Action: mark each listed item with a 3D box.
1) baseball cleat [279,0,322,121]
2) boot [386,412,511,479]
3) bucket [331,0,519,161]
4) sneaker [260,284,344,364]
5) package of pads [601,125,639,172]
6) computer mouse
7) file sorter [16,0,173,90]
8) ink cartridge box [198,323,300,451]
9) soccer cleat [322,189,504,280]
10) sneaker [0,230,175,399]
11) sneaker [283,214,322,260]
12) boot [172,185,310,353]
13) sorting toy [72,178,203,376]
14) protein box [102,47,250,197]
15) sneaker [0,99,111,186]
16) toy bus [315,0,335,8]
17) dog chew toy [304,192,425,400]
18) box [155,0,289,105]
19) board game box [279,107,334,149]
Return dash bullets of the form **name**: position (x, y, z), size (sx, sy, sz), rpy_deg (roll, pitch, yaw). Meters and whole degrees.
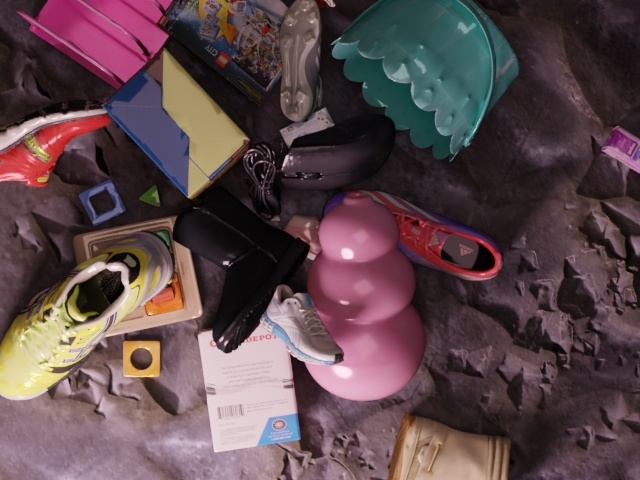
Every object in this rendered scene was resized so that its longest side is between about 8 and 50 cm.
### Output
- **baseball cleat**: position (-0.030, -0.302, 1.884), size (0.072, 0.109, 0.206), rpy_deg (11, 97, 14)
- **boot**: position (0.213, 0.443, 1.920), size (0.203, 0.095, 0.262), rpy_deg (13, 86, -5)
- **bucket**: position (0.175, -0.287, 1.827), size (0.281, 0.281, 0.183), rpy_deg (44, 85, -3)
- **sneaker**: position (-0.026, 0.128, 1.747), size (0.071, 0.191, 0.083), rpy_deg (1, 113, -41)
- **package of pads**: position (0.539, -0.159, 1.960), size (0.083, 0.032, 0.050), rpy_deg (31, 86, -3)
- **computer mouse**: position (0.013, -0.123, 1.868), size (0.272, 0.188, 0.072), rpy_deg (-22, 57, -11)
- **file sorter**: position (-0.325, -0.420, 1.828), size (0.202, 0.182, 0.290), rpy_deg (34, 89, -2)
- **ink cartridge box**: position (-0.120, 0.242, 1.899), size (0.148, 0.086, 0.203), rpy_deg (-7, 90, -4)
- **soccer cleat**: position (0.160, -0.011, 1.896), size (0.318, 0.116, 0.108), rpy_deg (19, 90, -4)
- **sneaker**: position (-0.412, 0.121, 1.820), size (0.385, 0.147, 0.145), rpy_deg (-43, 84, 15)
- **sneaker**: position (0.000, 0.000, 1.920), size (0.134, 0.051, 0.070), rpy_deg (25, 94, 1)
- **boot**: position (-0.164, 0.043, 1.849), size (0.207, 0.094, 0.246), rpy_deg (31, 64, 12)
- **sorting toy**: position (-0.311, 0.063, 1.905), size (0.196, 0.047, 0.347), rpy_deg (-12, 92, -3)
- **protein box**: position (-0.229, -0.182, 1.828), size (0.136, 0.201, 0.200), rpy_deg (-43, 93, -2)
- **sneaker**: position (-0.471, -0.152, 1.881), size (0.279, 0.107, 0.118), rpy_deg (-22, 108, 2)
- **toy bus**: position (-0.003, -0.479, 1.843), size (0.104, 0.191, 0.202), rpy_deg (-36, 92, -3)
- **dog chew toy**: position (0.066, 0.087, 1.825), size (0.207, 0.206, 0.332), rpy_deg (-4, 107, -3)
- **box**: position (-0.137, -0.349, 1.842), size (0.233, 0.044, 0.159), rpy_deg (37, 88, -43)
- **board game box**: position (-0.011, -0.169, 1.932), size (0.090, 0.020, 0.090), rpy_deg (-27, 92, -3)
